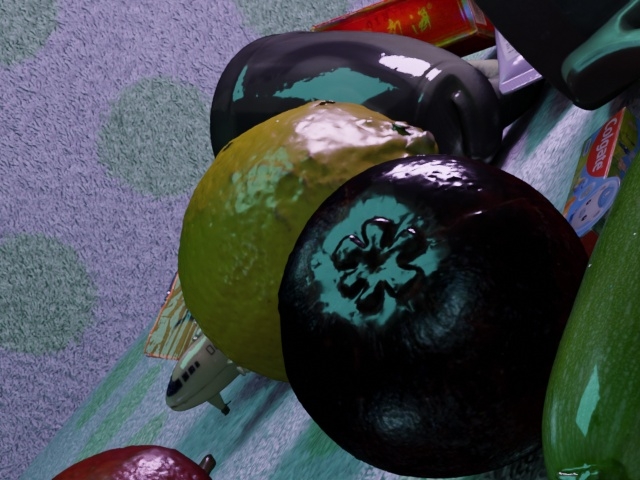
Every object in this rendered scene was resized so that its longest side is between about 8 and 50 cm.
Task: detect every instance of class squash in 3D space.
[{"bbox_3d":[0.198,0.024,0.880,0.107,0.107,0.395,-42,10,44],"label":"squash"}]

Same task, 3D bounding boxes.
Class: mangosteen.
[{"bbox_3d":[0.085,0.058,1.054,0.216,0.216,0.216,-48,9,10],"label":"mangosteen"}]

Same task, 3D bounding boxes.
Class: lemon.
[{"bbox_3d":[0.000,0.000,1.514,0.310,0.253,0.253,-46,9,35],"label":"lemon"}]

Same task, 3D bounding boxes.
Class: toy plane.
[{"bbox_3d":[-0.082,0.100,1.859,0.242,0.104,0.256,29,80,46],"label":"toy plane"}]

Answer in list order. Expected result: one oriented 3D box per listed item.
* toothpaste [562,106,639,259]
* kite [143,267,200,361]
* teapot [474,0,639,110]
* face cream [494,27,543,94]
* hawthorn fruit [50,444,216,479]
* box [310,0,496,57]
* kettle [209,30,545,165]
[{"bbox_3d":[0.224,-0.037,1.218,0.070,0.044,0.193,-42,11,34],"label":"toothpaste"},{"bbox_3d":[-0.070,0.042,1.980,0.377,0.013,0.327,-36,40,11],"label":"kite"},{"bbox_3d":[0.296,-0.271,1.392,0.312,0.233,0.315,-41,41,24],"label":"teapot"},{"bbox_3d":[0.250,-0.233,1.757,0.154,0.096,0.274,-23,21,7],"label":"face cream"},{"bbox_3d":[-0.152,0.268,1.322,0.215,0.215,0.250,-41,4,47],"label":"hawthorn fruit"},{"bbox_3d":[0.122,-0.271,2.116,0.197,0.089,0.313,-20,0,13],"label":"box"},{"bbox_3d":[0.091,-0.141,1.828,0.321,0.228,0.324,-26,19,-37],"label":"kettle"}]
